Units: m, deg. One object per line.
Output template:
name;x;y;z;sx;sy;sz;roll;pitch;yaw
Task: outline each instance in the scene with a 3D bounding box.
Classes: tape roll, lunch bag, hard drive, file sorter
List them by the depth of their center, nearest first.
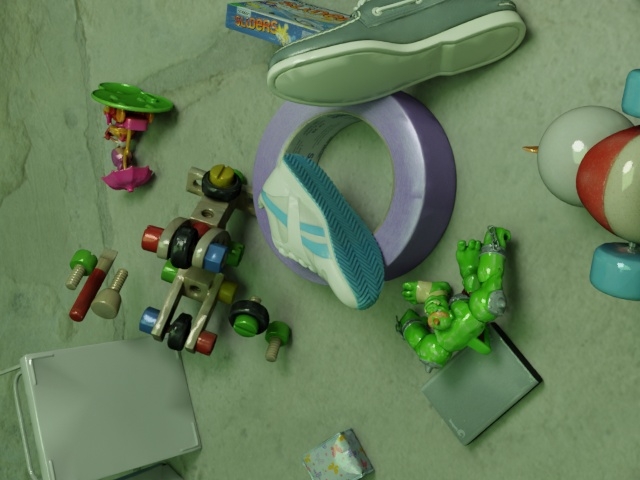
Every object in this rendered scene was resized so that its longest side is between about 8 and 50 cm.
hard drive;0.201;0.182;1.081;0.135;0.022;0.094;-49;65;25
tape roll;0.040;-0.077;1.151;0.274;0.090;0.275;1;91;36
lunch bag;0.021;0.312;1.191;0.083;0.053;0.071;-37;72;19
file sorter;-0.361;0.270;1.325;0.173;0.277;0.193;-21;78;37

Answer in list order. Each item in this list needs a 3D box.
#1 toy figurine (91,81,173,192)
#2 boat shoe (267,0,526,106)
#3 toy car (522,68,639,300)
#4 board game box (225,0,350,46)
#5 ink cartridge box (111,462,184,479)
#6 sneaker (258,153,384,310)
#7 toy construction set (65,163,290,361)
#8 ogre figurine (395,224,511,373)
toy figurine;-0.324;-0.163;1.404;0.173;0.130;0.159;39;123;52
boat shoe;0.083;-0.246;1.031;0.319;0.116;0.099;-14;68;-7
toy car;0.330;-0.084;0.922;0.238;0.210;0.219;-142;51;-58
board game box;-0.010;-0.286;1.154;0.201;0.136;0.035;25;120;31
ink cartridge box;-0.275;0.602;1.345;0.270;0.151;0.396;34;110;30
sneaker;0.000;0.000;1.081;0.092;0.087;0.229;-50;57;32
toy construction set;-0.207;0.014;1.273;0.308;0.257;0.237;-2;45;19
ogre figurine;0.169;0.080;1.051;0.197;0.097;0.118;-30;36;19
